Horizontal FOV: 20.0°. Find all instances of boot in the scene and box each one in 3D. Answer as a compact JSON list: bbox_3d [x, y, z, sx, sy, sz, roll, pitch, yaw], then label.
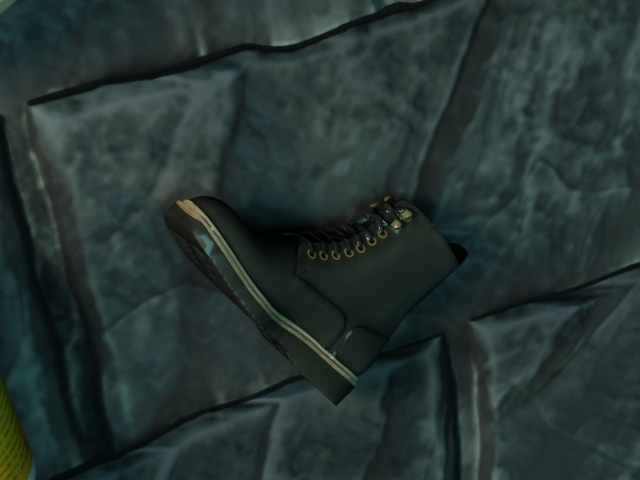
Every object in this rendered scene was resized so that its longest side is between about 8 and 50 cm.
[{"bbox_3d":[0.000,0.000,1.147,0.137,0.077,0.198,-45,137,-4],"label":"boot"}]

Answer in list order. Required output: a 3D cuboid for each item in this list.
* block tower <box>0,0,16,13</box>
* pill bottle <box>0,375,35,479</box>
[{"bbox_3d":[-0.275,-0.227,0.895,0.097,0.091,0.335,-41,124,-2],"label":"block tower"},{"bbox_3d":[-0.236,0.116,1.062,0.117,0.117,0.208,-23,122,-12],"label":"pill bottle"}]
